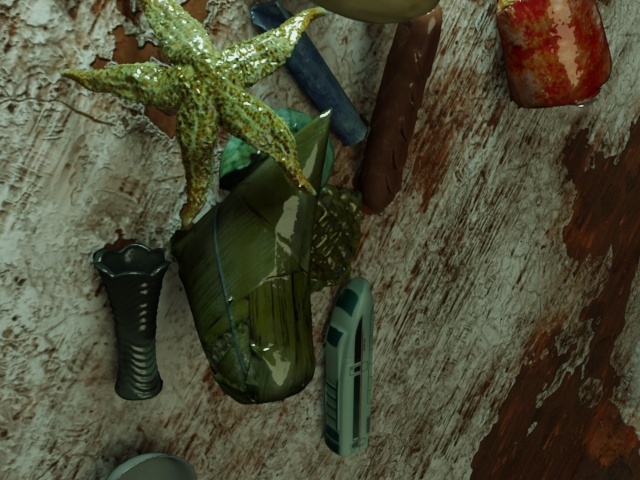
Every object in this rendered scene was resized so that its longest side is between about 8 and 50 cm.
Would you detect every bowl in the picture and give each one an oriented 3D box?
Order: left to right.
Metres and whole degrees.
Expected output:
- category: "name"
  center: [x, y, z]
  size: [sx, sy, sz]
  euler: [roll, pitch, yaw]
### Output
- category: "bowl"
  center: [-0.316, 0.434, 1.068]
  size: [0.189, 0.086, 0.188]
  euler: [-17, 117, -37]

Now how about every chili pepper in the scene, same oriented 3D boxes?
- category: "chili pepper"
  center: [0.470, -0.446, 1.311]
  size: [0.251, 0.229, 0.305]
  euler: [-42, 119, -16]

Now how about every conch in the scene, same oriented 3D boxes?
- category: "conch"
  center: [-0.068, -0.136, 1.021]
  size: [0.188, 0.122, 0.175]
  euler: [24, 112, -42]

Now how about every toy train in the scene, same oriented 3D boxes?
- category: "toy train"
  center: [0.055, 0.270, 1.320]
  size: [0.088, 0.086, 0.406]
  euler: [-13, 115, -30]

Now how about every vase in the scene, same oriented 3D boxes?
- category: "vase"
  center: [-0.288, 0.132, 0.961]
  size: [0.116, 0.115, 0.237]
  euler: [-13, 119, -37]

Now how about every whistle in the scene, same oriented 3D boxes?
- category: "whistle"
  center: [-0.010, -0.280, 1.050]
  size: [0.062, 0.062, 0.304]
  euler: [-52, 132, -11]

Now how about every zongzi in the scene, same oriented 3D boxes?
- category: "zongzi"
  center: [-0.046, 0.031, 0.885]
  size: [0.360, 0.322, 0.160]
  euler: [-42, 151, 26]

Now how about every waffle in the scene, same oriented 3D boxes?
- category: "waffle"
  center: [0.001, 0.001, 1.180]
  size: [0.204, 0.054, 0.223]
  euler: [-7, 113, -38]

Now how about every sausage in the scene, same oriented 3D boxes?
- category: "sausage"
  center: [0.138, -0.226, 1.133]
  size: [0.088, 0.088, 0.432]
  euler: [-18, 134, -35]

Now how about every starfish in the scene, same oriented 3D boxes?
- category: "starfish"
  center: [-0.164, -0.189, 0.814]
  size: [0.358, 0.078, 0.346]
  euler: [-2, 92, -4]

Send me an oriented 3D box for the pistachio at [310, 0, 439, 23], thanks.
- category: "pistachio"
  center: [0.043, -0.424, 0.887]
  size: [0.214, 0.318, 0.193]
  euler: [-35, 142, -75]
